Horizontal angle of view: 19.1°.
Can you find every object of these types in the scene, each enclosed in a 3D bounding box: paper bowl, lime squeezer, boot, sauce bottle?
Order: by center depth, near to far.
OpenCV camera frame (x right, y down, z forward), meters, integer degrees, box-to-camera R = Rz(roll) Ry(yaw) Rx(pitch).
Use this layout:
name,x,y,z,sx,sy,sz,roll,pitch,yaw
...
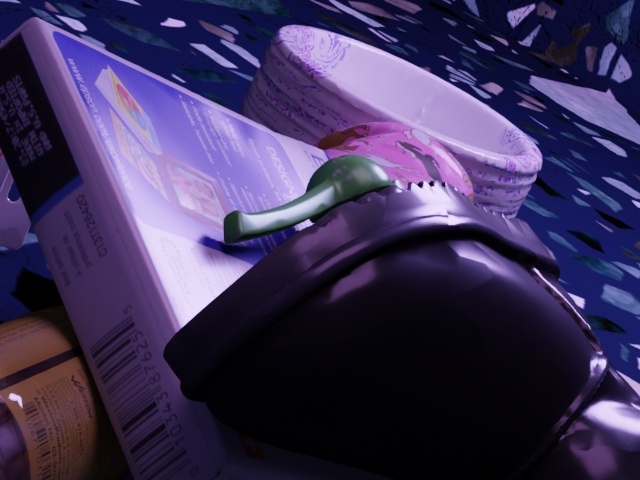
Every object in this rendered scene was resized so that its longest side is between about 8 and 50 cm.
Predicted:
name,x,y,z,sx,sy,sz,roll,pitch,yaw
boot,0.154,0.186,0.941,0.445,0.146,0.367,55,24,16
sauce bottle,-0.144,0.093,1.054,0.111,0.111,0.344,30,16,15
lime squeezer,0.048,0.008,1.184,0.310,0.059,0.110,32,26,-43
paper bowl,0.057,-0.080,1.813,0.284,0.148,0.284,23,16,-7

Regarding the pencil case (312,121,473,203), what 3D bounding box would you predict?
name,x,y,z,sx,sy,sz,roll,pitch,yaw
pencil case,0.000,0.000,1.466,0.167,0.160,0.386,33,18,11

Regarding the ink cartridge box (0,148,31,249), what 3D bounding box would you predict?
name,x,y,z,sx,sy,sz,roll,pitch,yaw
ink cartridge box,-0.278,-0.059,1.308,0.198,0.115,0.067,19,17,-21

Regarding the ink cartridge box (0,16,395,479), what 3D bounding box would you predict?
name,x,y,z,sx,sy,sz,roll,pitch,yaw
ink cartridge box,-0.040,0.039,1.120,0.307,0.072,0.304,24,33,-55
